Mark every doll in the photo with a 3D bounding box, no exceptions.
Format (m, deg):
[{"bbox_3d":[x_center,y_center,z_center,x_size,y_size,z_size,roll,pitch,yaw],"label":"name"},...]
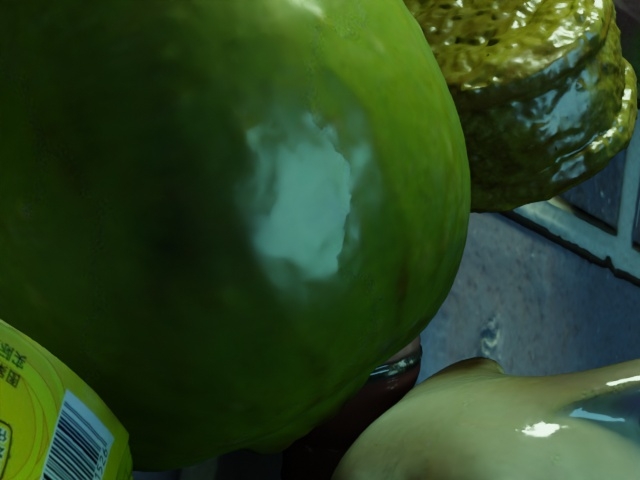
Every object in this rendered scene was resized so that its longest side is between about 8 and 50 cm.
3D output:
[{"bbox_3d":[0.089,0.248,0.883,0.226,0.215,0.370,-5,86,-29],"label":"doll"}]

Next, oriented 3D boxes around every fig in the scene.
[{"bbox_3d":[-0.073,-0.058,0.780,0.258,0.258,0.326,-25,97,-51],"label":"fig"}]

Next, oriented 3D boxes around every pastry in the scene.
[{"bbox_3d":[0.109,-0.103,1.081,0.188,0.189,0.103,-51,133,-39],"label":"pastry"}]

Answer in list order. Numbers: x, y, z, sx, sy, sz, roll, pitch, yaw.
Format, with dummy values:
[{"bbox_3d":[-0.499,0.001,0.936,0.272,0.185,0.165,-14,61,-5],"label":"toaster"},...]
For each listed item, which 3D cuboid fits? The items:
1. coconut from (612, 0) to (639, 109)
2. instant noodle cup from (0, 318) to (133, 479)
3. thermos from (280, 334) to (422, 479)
[{"bbox_3d":[0.302,-0.186,1.328,0.236,0.236,0.204,53,18,-41],"label":"coconut"},{"bbox_3d":[-0.197,0.138,0.626,0.264,0.264,0.200,52,43,-41],"label":"instant noodle cup"},{"bbox_3d":[-0.006,0.002,1.003,0.110,0.136,0.330,-11,101,-25],"label":"thermos"}]
